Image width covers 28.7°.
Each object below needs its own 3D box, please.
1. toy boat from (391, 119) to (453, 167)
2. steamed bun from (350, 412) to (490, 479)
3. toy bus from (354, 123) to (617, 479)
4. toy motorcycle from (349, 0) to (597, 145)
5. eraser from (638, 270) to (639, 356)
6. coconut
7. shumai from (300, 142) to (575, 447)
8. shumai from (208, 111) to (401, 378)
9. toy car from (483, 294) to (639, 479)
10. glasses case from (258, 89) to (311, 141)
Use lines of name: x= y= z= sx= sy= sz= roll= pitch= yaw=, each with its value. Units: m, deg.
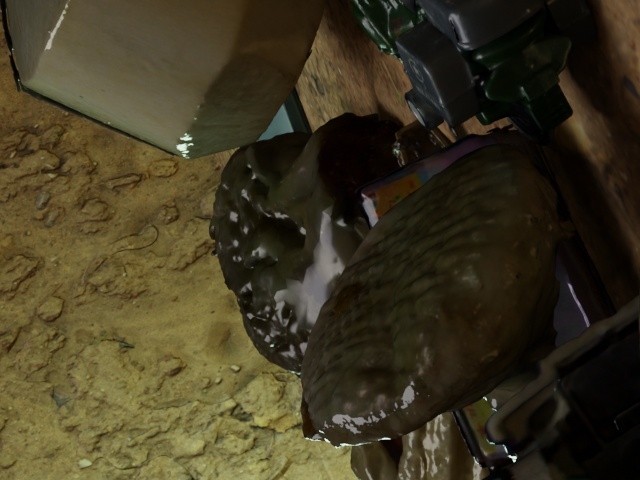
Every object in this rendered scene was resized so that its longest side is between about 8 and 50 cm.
toy boat: x=0.122 y=-0.005 z=1.032 sx=0.206 sy=0.064 sz=0.072 roll=63 pitch=-171 yaw=7
steamed bun: x=0.117 y=0.246 z=1.221 sx=0.247 sy=0.189 sz=0.428 roll=-61 pitch=-44 yaw=-73
toy bus: x=0.145 y=0.082 z=0.854 sx=0.112 sy=0.138 sz=0.317 roll=-19 pitch=-97 yaw=-63
toy motorcycle: x=0.061 y=-0.163 z=0.774 sx=0.187 sy=0.125 sz=0.275 roll=58 pitch=176 yaw=-38
eraser: x=0.187 y=0.016 z=0.481 sx=0.226 sy=0.069 sz=0.158 roll=104 pitch=164 yaw=-77
coconut: x=-0.156 y=-0.237 z=1.190 sx=0.323 sy=0.323 sz=0.323 roll=62 pitch=172 yaw=15
shumai: x=0.079 y=0.052 z=0.712 sx=0.120 sy=0.201 sz=0.201 roll=38 pitch=-179 yaw=-19
shumai: x=-0.001 y=-0.001 z=1.327 sx=0.283 sy=0.217 sz=0.346 roll=83 pitch=162 yaw=-69
toy car: x=0.213 y=0.146 z=0.643 sx=0.235 sy=0.172 sz=0.158 roll=59 pitch=-173 yaw=19
glasses case: x=-0.067 y=-0.219 z=1.727 sx=0.105 sy=0.056 sz=0.266 roll=16 pitch=137 yaw=47
